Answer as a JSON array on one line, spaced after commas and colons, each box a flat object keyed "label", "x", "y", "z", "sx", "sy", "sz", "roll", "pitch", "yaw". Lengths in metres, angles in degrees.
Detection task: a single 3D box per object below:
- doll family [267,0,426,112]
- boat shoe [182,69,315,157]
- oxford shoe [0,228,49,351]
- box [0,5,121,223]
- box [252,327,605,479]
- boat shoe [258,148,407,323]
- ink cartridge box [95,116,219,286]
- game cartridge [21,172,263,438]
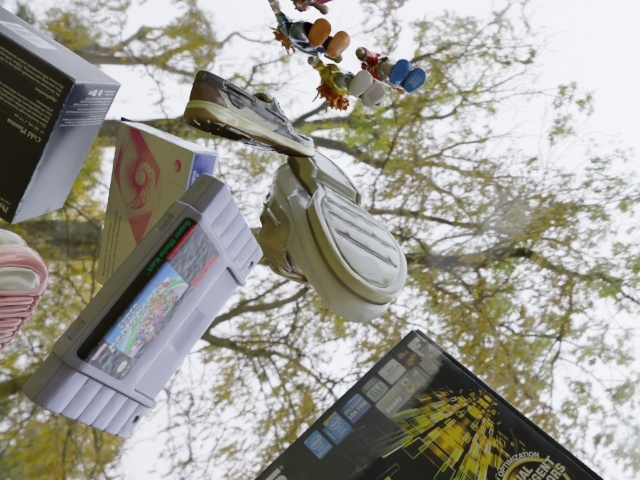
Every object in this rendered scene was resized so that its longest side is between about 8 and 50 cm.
[{"label": "doll family", "x": 0.003, "y": -0.255, "z": 0.770, "sx": 0.118, "sy": 0.263, "sz": 0.163, "roll": -49, "pitch": -152, "yaw": 5}, {"label": "boat shoe", "x": -0.054, "y": -0.110, "z": 0.521, "sx": 0.056, "sy": 0.152, "sz": 0.049, "roll": 9, "pitch": -91, "yaw": 35}, {"label": "oxford shoe", "x": -0.411, "y": 0.076, "z": 0.511, "sx": 0.397, "sy": 0.140, "sz": 0.146, "roll": -30, "pitch": -109, "yaw": 15}, {"label": "box", "x": -0.633, "y": -0.263, "z": 1.127, "sx": 0.343, "sy": 0.179, "sz": 0.312, "roll": 33, "pitch": -75, "yaw": -1}, {"label": "box", "x": 0.104, "y": 0.341, "z": 0.698, "sx": 0.318, "sy": 0.395, "sz": 0.097, "roll": 39, "pitch": -26, "yaw": 30}, {"label": "boat shoe", "x": 0.000, "y": 0.000, "z": 0.602, "sx": 0.103, "sy": 0.113, "sz": 0.302, "roll": -52, "pitch": -157, "yaw": 17}, {"label": "ink cartridge box", "x": -0.340, "y": -0.047, "z": 1.084, "sx": 0.330, "sy": 0.071, "sz": 0.324, "roll": 23, "pitch": -73, "yaw": 37}, {"label": "game cartridge", "x": -0.221, "y": 0.099, "z": 0.815, "sx": 0.068, "sy": 0.355, "sz": 0.230, "roll": 29, "pitch": -19, "yaw": 18}]
